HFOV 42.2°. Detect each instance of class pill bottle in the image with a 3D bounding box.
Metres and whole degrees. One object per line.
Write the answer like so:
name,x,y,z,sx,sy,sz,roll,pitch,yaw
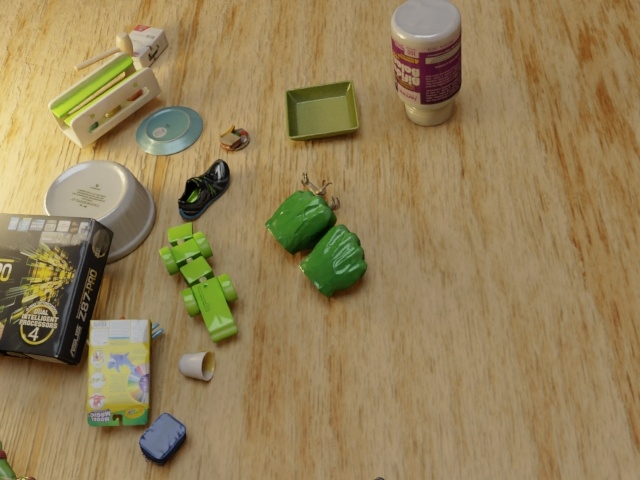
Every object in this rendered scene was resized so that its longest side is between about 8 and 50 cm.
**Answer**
pill bottle,0.264,-0.432,2.053,0.169,0.301,0.169,-5,51,6

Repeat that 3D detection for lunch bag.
lunch bag,-0.317,0.403,1.664,0.067,0.065,0.098,37,64,14

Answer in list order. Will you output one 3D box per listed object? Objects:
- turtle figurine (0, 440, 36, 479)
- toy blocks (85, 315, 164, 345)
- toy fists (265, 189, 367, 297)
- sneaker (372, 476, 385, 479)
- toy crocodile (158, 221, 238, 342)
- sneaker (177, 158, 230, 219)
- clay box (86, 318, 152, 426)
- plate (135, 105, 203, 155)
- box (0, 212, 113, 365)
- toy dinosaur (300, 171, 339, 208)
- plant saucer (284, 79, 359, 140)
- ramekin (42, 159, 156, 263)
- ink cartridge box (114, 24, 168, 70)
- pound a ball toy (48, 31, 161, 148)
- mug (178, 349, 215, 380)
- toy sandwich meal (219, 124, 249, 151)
turtle figurine,-0.640,0.496,1.567,0.274,0.198,0.266,-35,51,-21
toy blocks,-0.430,0.215,1.835,0.148,0.054,0.123,-37,56,-18
toy fists,0.000,0.000,1.886,0.142,0.096,0.279,-44,57,6
sneaker,0.069,0.494,1.522,0.061,0.065,0.158,28,62,27
toy crocodile,-0.273,0.088,1.886,0.115,0.105,0.340,-26,57,-11
sneaker,-0.289,-0.135,2.065,0.067,0.078,0.188,23,59,25
clay box,-0.420,0.278,1.741,0.127,0.053,0.222,0,72,-6
plate,-0.413,-0.306,2.255,0.188,0.024,0.188,-4,52,6
box,-0.687,0.101,1.874,0.394,0.097,0.318,4,69,21
toy dinosaur,-0.004,-0.084,2.004,0.092,0.053,0.183,-17,62,19
plant saucer,0.004,-0.332,2.187,0.188,0.045,0.188,-8,51,4
ramekin,-0.552,-0.081,2.040,0.272,0.127,0.273,-5,52,6
ink cartridge box,-0.531,-0.570,2.459,0.099,0.056,0.135,17,57,22
pound a ball toy,-0.592,-0.411,2.297,0.319,0.136,0.208,-41,56,-20
mug,-0.264,0.266,1.773,0.064,0.078,0.062,-1,85,20
toy sandwich meal,-0.229,-0.270,2.190,0.085,0.029,0.086,-5,52,6
